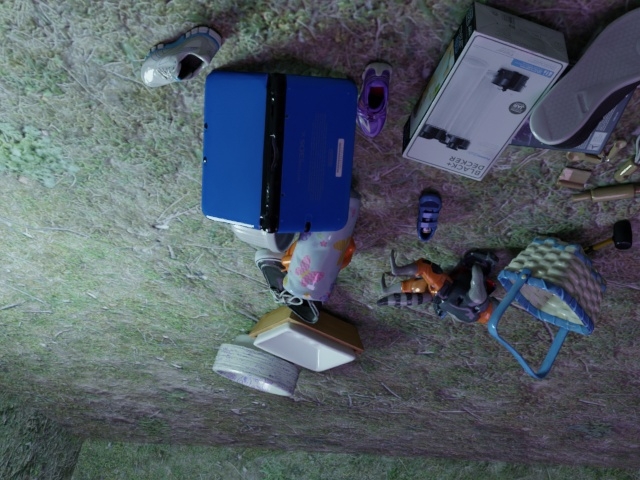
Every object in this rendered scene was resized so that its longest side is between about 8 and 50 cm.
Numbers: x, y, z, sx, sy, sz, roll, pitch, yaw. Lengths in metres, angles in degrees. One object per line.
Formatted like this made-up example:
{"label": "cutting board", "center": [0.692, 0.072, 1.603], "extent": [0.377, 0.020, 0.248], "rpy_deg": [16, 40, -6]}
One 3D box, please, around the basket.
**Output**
{"label": "basket", "center": [0.531, 0.157, 1.508], "extent": [0.201, 0.288, 0.255], "rpy_deg": [12, 153, 52]}

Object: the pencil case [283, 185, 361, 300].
{"label": "pencil case", "center": [0.000, 0.000, 1.436], "extent": [0.124, 0.272, 0.113], "rpy_deg": [22, -165, 23]}

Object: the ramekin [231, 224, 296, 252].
{"label": "ramekin", "center": [-0.116, -0.082, 1.383], "extent": [0.109, 0.207, 0.207], "rpy_deg": [10, 147, 14]}

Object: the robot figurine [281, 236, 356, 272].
{"label": "robot figurine", "center": [-0.007, 0.036, 1.595], "extent": [0.128, 0.158, 0.219], "rpy_deg": [43, 137, -11]}

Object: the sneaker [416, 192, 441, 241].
{"label": "sneaker", "center": [0.250, -0.053, 1.473], "extent": [0.053, 0.059, 0.144], "rpy_deg": [5, 145, 8]}

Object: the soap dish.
{"label": "soap dish", "center": [-0.042, 0.299, 1.992], "extent": [0.291, 0.118, 0.229], "rpy_deg": [27, 144, -28]}

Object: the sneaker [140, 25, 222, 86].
{"label": "sneaker", "center": [-0.266, -0.318, 1.162], "extent": [0.191, 0.082, 0.071], "rpy_deg": [-18, 140, 35]}

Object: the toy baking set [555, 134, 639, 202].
{"label": "toy baking set", "center": [0.613, -0.147, 1.289], "extent": [0.257, 0.030, 0.196], "rpy_deg": [-4, 144, 17]}

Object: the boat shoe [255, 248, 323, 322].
{"label": "boat shoe", "center": [-0.087, 0.135, 1.776], "extent": [0.113, 0.104, 0.306], "rpy_deg": [-9, 143, 22]}

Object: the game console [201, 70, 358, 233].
{"label": "game console", "center": [-0.083, -0.172, 1.234], "extent": [0.250, 0.292, 0.173], "rpy_deg": [-2, -165, -27]}

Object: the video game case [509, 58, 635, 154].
{"label": "video game case", "center": [0.413, -0.249, 1.171], "extent": [0.275, 0.026, 0.196], "rpy_deg": [7, 142, 3]}

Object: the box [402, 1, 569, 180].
{"label": "box", "center": [0.274, -0.246, 1.109], "extent": [0.169, 0.087, 0.290], "rpy_deg": [16, 141, -10]}

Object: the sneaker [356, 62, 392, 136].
{"label": "sneaker", "center": [0.096, -0.253, 1.197], "extent": [0.069, 0.071, 0.169], "rpy_deg": [5, 147, 4]}

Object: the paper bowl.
{"label": "paper bowl", "center": [-0.205, 0.409, 2.130], "extent": [0.285, 0.148, 0.284], "rpy_deg": [17, 161, 6]}

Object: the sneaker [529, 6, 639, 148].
{"label": "sneaker", "center": [0.471, -0.265, 1.056], "extent": [0.296, 0.104, 0.147], "rpy_deg": [-43, 167, 12]}

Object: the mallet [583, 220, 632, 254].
{"label": "mallet", "center": [0.656, 0.005, 1.510], "extent": [0.039, 0.062, 0.190], "rpy_deg": [22, 158, -18]}

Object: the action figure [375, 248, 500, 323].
{"label": "action figure", "center": [0.316, 0.158, 1.679], "extent": [0.331, 0.178, 0.341], "rpy_deg": [16, 144, 4]}
